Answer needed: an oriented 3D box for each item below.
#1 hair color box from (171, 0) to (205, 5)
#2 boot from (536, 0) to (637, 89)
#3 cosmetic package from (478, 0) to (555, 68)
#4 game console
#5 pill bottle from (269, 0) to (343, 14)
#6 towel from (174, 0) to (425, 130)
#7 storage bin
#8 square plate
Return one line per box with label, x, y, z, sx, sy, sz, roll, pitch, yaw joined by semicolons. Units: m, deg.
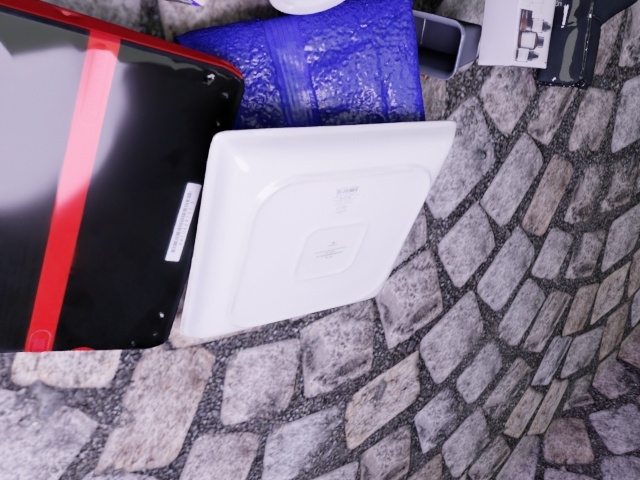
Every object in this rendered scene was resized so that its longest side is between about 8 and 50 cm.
hair color box;-0.143;-0.430;0.530;0.185;0.110;0.339;17;102;-45
boot;0.541;-0.415;1.125;0.246;0.094;0.207;-13;116;-28
cosmetic package;0.286;-0.367;0.779;0.099;0.060;0.239;-13;112;-40
game console;-0.286;-0.044;0.598;0.342;0.060;0.386;6;115;-38
pill bottle;-0.026;-0.361;0.621;0.108;0.108;0.180;-11;85;-36
towel;-0.009;-0.178;0.716;0.308;0.076;0.227;-17;117;-11
storage bin;0.176;-0.301;0.854;0.091;0.135;0.098;-27;134;-40
square plate;0.000;0.000;0.750;0.347;0.049;0.344;-10;139;-31
